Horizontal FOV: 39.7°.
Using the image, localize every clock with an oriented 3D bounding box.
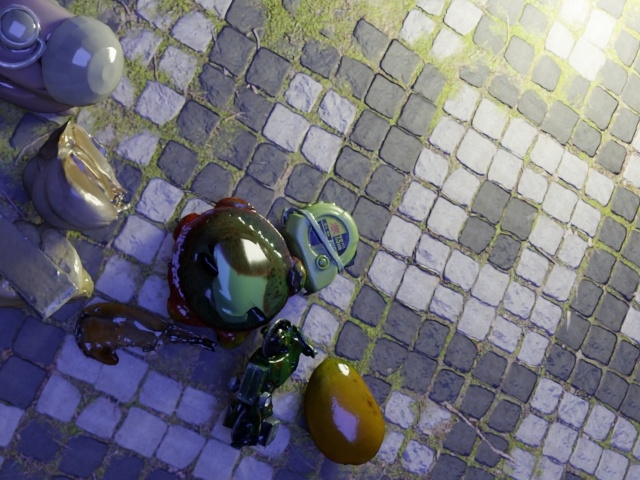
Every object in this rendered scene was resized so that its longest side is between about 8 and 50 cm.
[{"bbox_3d":[-0.503,-0.333,1.463,0.342,0.326,0.184,20,85,-21],"label":"clock"}]

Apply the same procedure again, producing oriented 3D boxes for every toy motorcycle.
[{"bbox_3d":[-0.102,0.272,1.729,0.125,0.187,0.274,24,99,20],"label":"toy motorcycle"}]

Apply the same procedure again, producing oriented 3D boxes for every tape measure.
[{"bbox_3d":[0.000,0.000,1.790,0.154,0.087,0.177,-25,97,-19],"label":"tape measure"}]

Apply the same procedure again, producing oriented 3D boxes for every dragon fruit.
[{"bbox_3d":[-0.171,0.066,1.710,0.268,0.130,0.295,-11,95,-26],"label":"dragon fruit"}]

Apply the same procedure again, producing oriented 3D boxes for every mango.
[{"bbox_3d":[0.041,0.352,1.798,0.151,0.120,0.221,-31,95,-21],"label":"mango"}]

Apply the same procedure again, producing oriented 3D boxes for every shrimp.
[{"bbox_3d":[-0.333,0.192,1.679,0.262,0.066,0.117,19,99,-6],"label":"shrimp"}]

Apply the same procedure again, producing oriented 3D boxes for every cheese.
[{"bbox_3d":[-0.573,-0.025,1.508,0.400,0.034,0.085,43,74,11],"label":"cheese"}]

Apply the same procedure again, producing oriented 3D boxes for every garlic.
[{"bbox_3d":[-0.443,-0.094,1.564,0.143,0.229,0.178,-33,125,6],"label":"garlic"}]

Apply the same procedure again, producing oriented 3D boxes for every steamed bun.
[{"bbox_3d":[-0.496,0.038,1.575,0.172,0.141,0.155,-6,83,-17],"label":"steamed bun"}]
